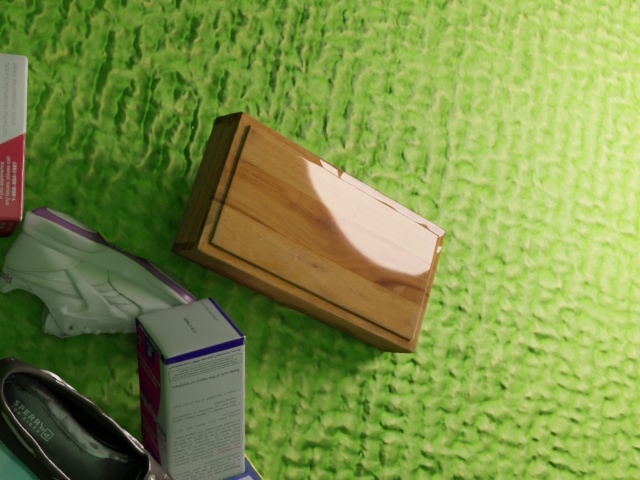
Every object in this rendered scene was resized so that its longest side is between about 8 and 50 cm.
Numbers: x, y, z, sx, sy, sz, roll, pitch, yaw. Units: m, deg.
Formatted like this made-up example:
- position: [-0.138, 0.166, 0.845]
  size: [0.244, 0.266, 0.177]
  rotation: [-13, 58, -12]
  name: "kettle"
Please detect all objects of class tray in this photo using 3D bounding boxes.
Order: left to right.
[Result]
- position: [0.000, 0.000, 1.500]
  size: [0.411, 0.076, 0.202]
  rotation: [28, 71, -35]
  name: "tray"

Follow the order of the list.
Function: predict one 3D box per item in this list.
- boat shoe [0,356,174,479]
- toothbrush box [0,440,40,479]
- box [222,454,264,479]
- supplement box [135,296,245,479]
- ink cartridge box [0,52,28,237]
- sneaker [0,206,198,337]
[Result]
- position: [-0.271, 0.266, 1.239]
  size: [0.335, 0.095, 0.112]
  rotation: [44, 64, -13]
  name: "boat shoe"
- position: [-0.406, 0.301, 1.292]
  size: [0.296, 0.126, 0.216]
  rotation: [29, 70, -20]
  name: "toothbrush box"
- position: [-0.090, 0.378, 1.465]
  size: [0.059, 0.054, 0.169]
  rotation: [-38, 98, -25]
  name: "box"
- position: [-0.169, 0.204, 1.370]
  size: [0.114, 0.111, 0.220]
  rotation: [-14, 121, -25]
  name: "supplement box"
- position: [-0.530, -0.128, 1.301]
  size: [0.306, 0.131, 0.226]
  rotation: [3, 81, -26]
  name: "ink cartridge box"
- position: [-0.287, 0.081, 1.410]
  size: [0.305, 0.114, 0.152]
  rotation: [31, 90, -18]
  name: "sneaker"
